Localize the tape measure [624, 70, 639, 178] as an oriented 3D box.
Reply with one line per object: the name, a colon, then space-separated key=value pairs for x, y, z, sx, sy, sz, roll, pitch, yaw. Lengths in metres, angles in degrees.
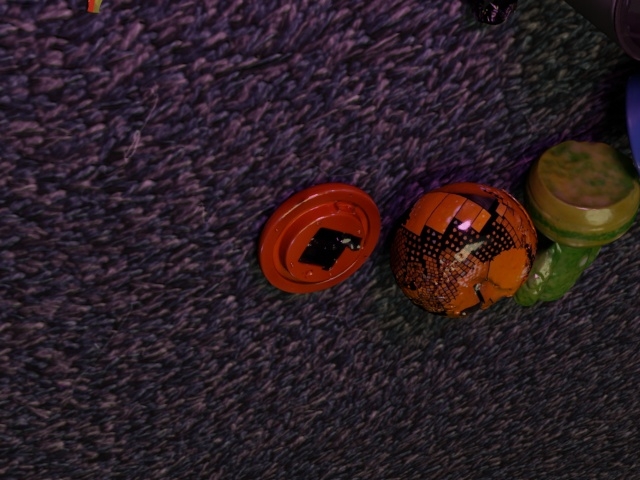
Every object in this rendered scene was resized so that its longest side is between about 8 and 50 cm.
tape measure: x=0.545 y=-0.113 z=1.733 sx=0.098 sy=0.351 sz=0.215 roll=-11 pitch=145 yaw=27

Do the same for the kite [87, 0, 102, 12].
kite: x=-0.235 y=-0.343 z=1.282 sx=0.241 sy=0.014 sz=0.183 roll=0 pitch=129 yaw=-32

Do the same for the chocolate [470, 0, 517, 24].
chocolate: x=0.236 y=-0.353 z=1.516 sx=0.072 sy=0.070 sz=0.147 roll=-24 pitch=132 yaw=-2

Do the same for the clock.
clock: x=0.000 y=0.000 z=1.703 sx=0.205 sy=0.051 sz=0.205 roll=-16 pitch=134 yaw=-17

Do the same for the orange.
orange: x=0.223 y=0.011 z=1.750 sx=0.234 sy=0.182 sz=0.234 roll=-11 pitch=140 yaw=-9

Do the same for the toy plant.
toy plant: x=0.416 y=-0.005 z=1.866 sx=0.224 sy=0.184 sz=0.316 roll=-39 pitch=151 yaw=-26

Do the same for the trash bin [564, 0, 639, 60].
trash bin: x=0.397 y=-0.388 z=1.433 sx=0.217 sy=0.262 sz=0.277 roll=-45 pitch=136 yaw=12
